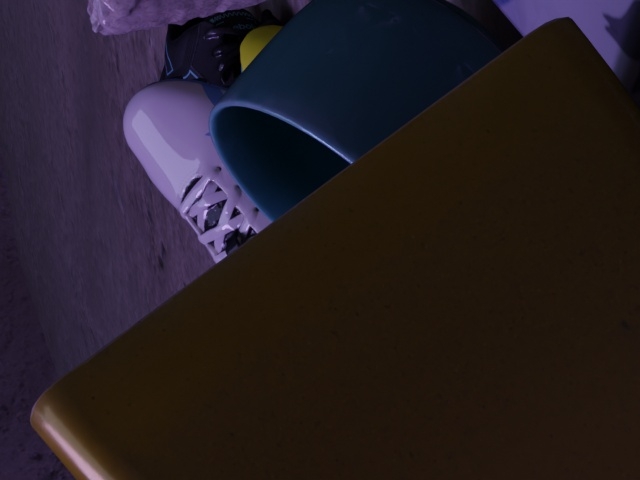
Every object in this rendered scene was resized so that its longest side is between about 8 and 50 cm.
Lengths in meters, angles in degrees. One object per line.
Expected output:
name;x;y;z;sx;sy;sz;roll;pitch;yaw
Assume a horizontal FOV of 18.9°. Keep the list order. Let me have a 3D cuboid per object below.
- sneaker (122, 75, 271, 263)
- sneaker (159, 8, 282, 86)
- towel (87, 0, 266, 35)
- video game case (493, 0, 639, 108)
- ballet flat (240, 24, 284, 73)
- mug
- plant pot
sneaker;-0.024;0.004;1.030;0.237;0.086;0.085;47;124;10
sneaker;-0.052;-0.083;1.182;0.267;0.101;0.106;-143;48;-63
towel;-0.025;-0.227;0.736;0.049;0.187;0.282;-134;33;-57
video game case;0.115;-0.154;0.565;0.300;0.036;0.329;-121;21;-50
ballet flat;0.030;-0.037;0.987;0.077;0.077;0.231;-54;52;46
mug;0.042;-0.040;0.831;0.157;0.097;0.129;39;161;2
plant pot;0.063;0.097;0.640;0.187;0.212;0.212;50;170;26
